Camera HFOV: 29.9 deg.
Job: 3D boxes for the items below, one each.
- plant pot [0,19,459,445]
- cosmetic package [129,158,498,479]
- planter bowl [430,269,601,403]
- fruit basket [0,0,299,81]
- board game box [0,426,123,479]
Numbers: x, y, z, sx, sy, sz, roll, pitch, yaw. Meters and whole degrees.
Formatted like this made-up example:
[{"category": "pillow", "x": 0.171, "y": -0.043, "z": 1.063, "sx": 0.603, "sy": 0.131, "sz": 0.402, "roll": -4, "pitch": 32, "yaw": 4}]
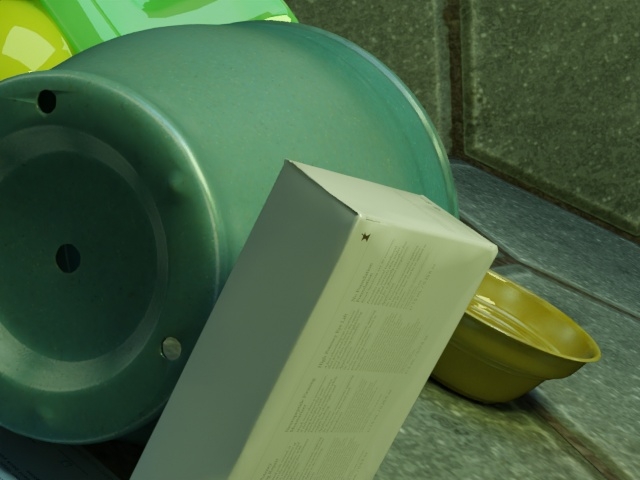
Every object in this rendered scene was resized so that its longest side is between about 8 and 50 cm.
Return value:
[{"category": "plant pot", "x": -0.085, "y": -0.002, "z": 0.684, "sx": 0.271, "sy": 0.272, "sz": 0.255, "roll": 31, "pitch": 14, "yaw": 17}, {"category": "cosmetic package", "x": -0.020, "y": 0.086, "z": 0.554, "sx": 0.099, "sy": 0.239, "sz": 0.060, "roll": 11, "pitch": 21, "yaw": -48}, {"category": "planter bowl", "x": 0.150, "y": 0.093, "z": 1.145, "sx": 0.217, "sy": 0.090, "sz": 0.217, "roll": 25, "pitch": 13, "yaw": -6}, {"category": "fruit basket", "x": -0.205, "y": -0.114, "z": 0.989, "sx": 0.392, "sy": 0.392, "sz": 0.283, "roll": 29, "pitch": -15, "yaw": 11}, {"category": "board game box", "x": -0.224, "y": 0.087, "z": 0.628, "sx": 0.281, "sy": 0.027, "sz": 0.145, "roll": 33, "pitch": 14, "yaw": 26}]
